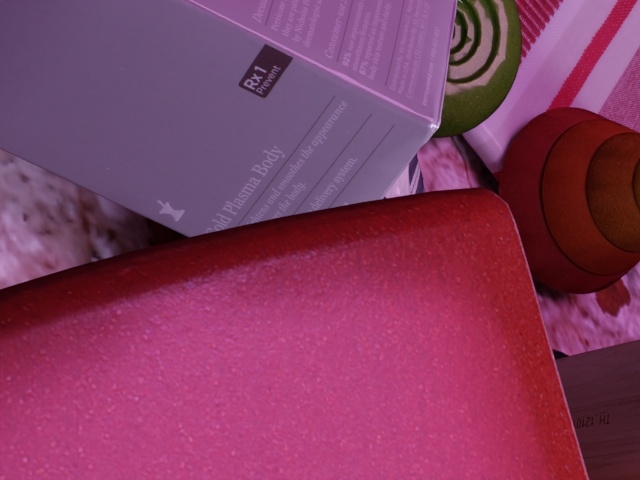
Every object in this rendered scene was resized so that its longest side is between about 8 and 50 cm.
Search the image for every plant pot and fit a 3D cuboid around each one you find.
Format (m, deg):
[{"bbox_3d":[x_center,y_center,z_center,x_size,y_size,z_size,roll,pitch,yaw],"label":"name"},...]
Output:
[{"bbox_3d":[-0.083,0.151,0.485,0.236,0.267,0.267,0,67,-40],"label":"plant pot"}]

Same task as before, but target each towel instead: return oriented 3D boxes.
[{"bbox_3d":[0.119,-0.166,1.109,0.329,0.037,0.237,50,49,-17],"label":"towel"}]

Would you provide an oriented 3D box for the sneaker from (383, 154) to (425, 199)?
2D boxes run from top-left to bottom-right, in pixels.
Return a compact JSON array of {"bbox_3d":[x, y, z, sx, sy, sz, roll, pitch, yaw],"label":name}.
[{"bbox_3d":[0.000,0.000,0.822,0.112,0.121,0.299,80,1,-50],"label":"sneaker"}]

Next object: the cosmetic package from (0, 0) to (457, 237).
[{"bbox_3d":[-0.076,-0.092,0.687,0.238,0.127,0.107,22,48,-14],"label":"cosmetic package"}]

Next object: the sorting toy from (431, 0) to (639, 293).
[{"bbox_3d":[0.111,-0.112,0.978,0.365,0.126,0.127,46,66,-20],"label":"sorting toy"}]

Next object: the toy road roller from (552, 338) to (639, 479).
[{"bbox_3d":[0.217,0.193,0.900,0.329,0.202,0.240,26,61,-36],"label":"toy road roller"}]
